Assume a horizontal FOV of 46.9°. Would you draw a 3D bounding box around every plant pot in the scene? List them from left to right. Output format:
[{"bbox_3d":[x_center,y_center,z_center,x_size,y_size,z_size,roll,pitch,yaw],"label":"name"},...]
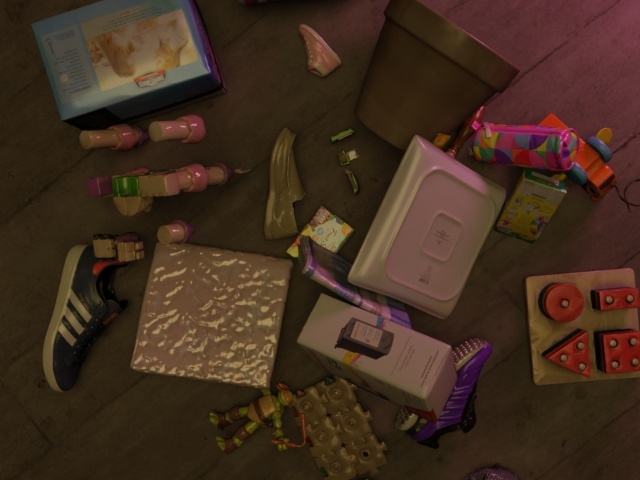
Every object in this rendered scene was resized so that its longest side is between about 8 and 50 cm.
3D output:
[{"bbox_3d":[0.228,-0.348,1.634,0.323,0.323,0.280,33,107,1],"label":"plant pot"}]

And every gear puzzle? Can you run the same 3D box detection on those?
[{"bbox_3d":[0.064,0.486,1.750,0.175,0.044,0.339,-26,89,8],"label":"gear puzzle"}]

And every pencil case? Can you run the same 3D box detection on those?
[{"bbox_3d":[0.454,-0.213,1.655,0.236,0.104,0.104,12,91,38],"label":"pencil case"}]

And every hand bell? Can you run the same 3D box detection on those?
[{"bbox_3d":[0.316,-0.219,1.728,0.126,0.126,0.242,35,78,1],"label":"hand bell"}]

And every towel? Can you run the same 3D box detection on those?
[{"bbox_3d":[-0.249,0.171,1.717,0.332,0.053,0.317,9,74,2],"label":"towel"},{"bbox_3d":[0.074,0.092,1.644,0.285,0.209,0.034,31,105,-13],"label":"towel"}]

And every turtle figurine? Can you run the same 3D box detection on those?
[{"bbox_3d":[-0.149,0.392,1.732,0.217,0.087,0.269,-29,65,6],"label":"turtle figurine"}]

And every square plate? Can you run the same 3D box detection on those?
[{"bbox_3d":[0.258,-0.012,1.639,0.347,0.049,0.344,23,92,-38],"label":"square plate"}]

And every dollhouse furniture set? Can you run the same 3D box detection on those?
[{"bbox_3d":[0.077,-0.185,1.731,0.058,0.076,0.152,-24,89,2],"label":"dollhouse furniture set"}]

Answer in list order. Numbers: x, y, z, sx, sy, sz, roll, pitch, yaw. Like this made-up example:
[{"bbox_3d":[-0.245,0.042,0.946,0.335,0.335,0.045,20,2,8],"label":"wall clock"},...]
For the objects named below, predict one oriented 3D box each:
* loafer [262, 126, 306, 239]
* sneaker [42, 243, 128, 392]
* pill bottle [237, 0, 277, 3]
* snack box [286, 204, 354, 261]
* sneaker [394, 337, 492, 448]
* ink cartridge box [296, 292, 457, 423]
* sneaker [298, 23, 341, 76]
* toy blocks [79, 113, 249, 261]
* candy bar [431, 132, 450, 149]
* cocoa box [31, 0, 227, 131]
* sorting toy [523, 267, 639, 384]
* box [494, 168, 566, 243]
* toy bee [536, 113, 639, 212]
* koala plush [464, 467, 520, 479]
[{"bbox_3d":[-0.076,-0.130,1.729,0.092,0.102,0.268,7,100,0],"label":"loafer"},{"bbox_3d":[-0.537,0.189,1.719,0.148,0.131,0.350,11,90,6],"label":"sneaker"},{"bbox_3d":[-0.024,-0.657,1.667,0.363,0.210,0.210,-5,90,1],"label":"pill bottle"},{"bbox_3d":[0.000,0.000,1.753,0.100,0.037,0.141,37,91,-1],"label":"snack box"},{"bbox_3d":[0.319,0.365,1.722,0.146,0.102,0.293,41,96,-3],"label":"sneaker"},{"bbox_3d":[0.130,0.257,1.602,0.306,0.226,0.131,20,71,24],"label":"ink cartridge box"},{"bbox_3d":[-0.019,-0.445,1.745,0.070,0.051,0.134,-44,93,-4],"label":"sneaker"},{"bbox_3d":[-0.349,-0.124,1.685,0.288,0.260,0.309,0,100,33],"label":"toy blocks"},{"bbox_3d":[0.222,-0.177,1.626,0.161,0.040,0.018,-46,54,34],"label":"candy bar"},{"bbox_3d":[-0.421,-0.407,1.667,0.347,0.228,0.231,-17,90,1],"label":"cocoa box"},{"bbox_3d":[0.619,0.204,1.713,0.255,0.089,0.257,-5,90,2],"label":"sorting toy"},{"bbox_3d":[0.481,-0.074,1.701,0.105,0.043,0.179,20,133,1],"label":"box"},{"bbox_3d":[0.609,-0.152,1.699,0.195,0.162,0.298,-23,65,9],"label":"toy bee"},{"bbox_3d":[0.394,0.630,1.653,0.196,0.221,0.203,36,91,1],"label":"koala plush"}]
